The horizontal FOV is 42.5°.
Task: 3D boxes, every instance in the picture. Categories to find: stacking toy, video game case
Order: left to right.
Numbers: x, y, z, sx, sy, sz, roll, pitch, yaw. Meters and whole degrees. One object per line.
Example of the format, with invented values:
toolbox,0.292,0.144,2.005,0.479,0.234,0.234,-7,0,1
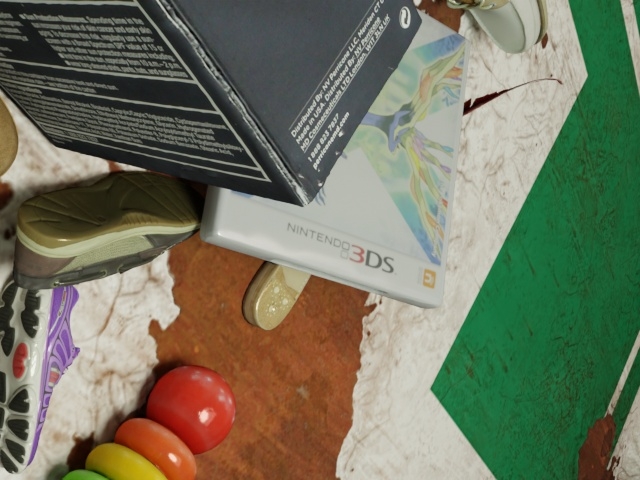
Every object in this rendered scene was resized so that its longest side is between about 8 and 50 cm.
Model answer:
stacking toy,-0.188,0.248,0.758,0.330,0.141,0.141,-50,136,-35
video game case,0.034,-0.120,0.866,0.300,0.036,0.329,19,72,-35

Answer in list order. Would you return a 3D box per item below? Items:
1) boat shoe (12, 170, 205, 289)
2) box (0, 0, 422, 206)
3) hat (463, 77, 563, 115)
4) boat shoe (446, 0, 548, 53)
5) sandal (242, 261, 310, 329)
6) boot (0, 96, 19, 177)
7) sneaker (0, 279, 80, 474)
boat shoe,-0.183,-0.008,0.728,0.073,0.080,0.223,-57,163,24
box,-0.135,-0.199,0.537,0.183,0.296,0.294,-59,140,-20
hat,0.152,-0.163,1.004,0.173,0.183,0.208,42,68,-49
boat shoe,0.200,-0.351,1.077,0.302,0.113,0.103,49,64,-35
sandal,0.003,0.003,0.955,0.240,0.079,0.088,-61,140,-19
boot,-0.293,-0.124,0.514,0.305,0.115,0.112,50,60,-48
sneaker,-0.238,0.115,0.700,0.071,0.068,0.170,13,91,-58
